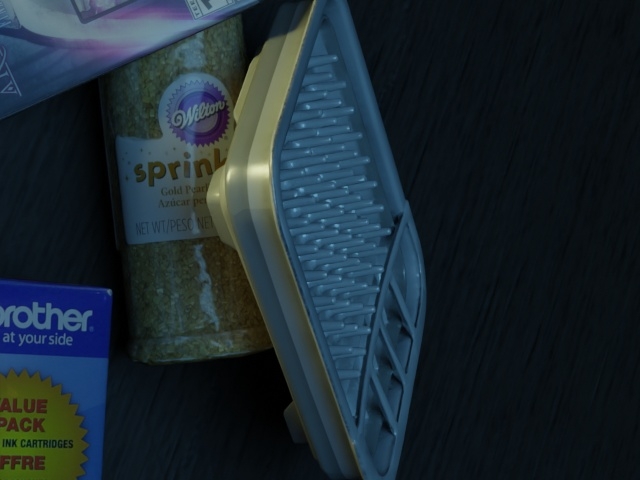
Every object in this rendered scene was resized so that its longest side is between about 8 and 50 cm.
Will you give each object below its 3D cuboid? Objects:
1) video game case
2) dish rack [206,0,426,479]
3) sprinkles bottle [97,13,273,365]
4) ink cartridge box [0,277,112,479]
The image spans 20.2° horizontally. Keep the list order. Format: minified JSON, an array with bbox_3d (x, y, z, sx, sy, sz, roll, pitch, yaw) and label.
[{"bbox_3d":[-0.205,-0.203,1.278,0.274,0.026,0.196,-25,93,-5],"label":"video game case"},{"bbox_3d":[0.000,0.000,1.354,0.285,0.072,0.333,-74,154,-49],"label":"dish rack"},{"bbox_3d":[-0.106,-0.088,1.363,0.121,0.121,0.355,-7,92,-33],"label":"sprinkles bottle"},{"bbox_3d":[-0.293,0.156,1.216,0.270,0.151,0.396,5,83,-33],"label":"ink cartridge box"}]
